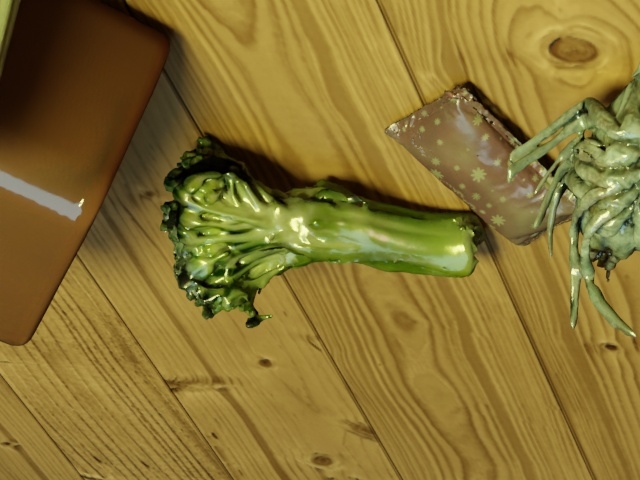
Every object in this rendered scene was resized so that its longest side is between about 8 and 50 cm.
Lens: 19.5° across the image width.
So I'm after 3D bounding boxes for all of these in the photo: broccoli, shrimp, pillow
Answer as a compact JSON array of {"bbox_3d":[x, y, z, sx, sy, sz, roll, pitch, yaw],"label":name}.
[{"bbox_3d":[0.001,-0.006,1.743,0.304,0.145,0.164,4,105,9],"label":"broccoli"},{"bbox_3d":[0.269,-0.067,1.470,0.221,0.166,0.410,21,134,3],"label":"shrimp"},{"bbox_3d":[0.149,-0.058,1.640,0.185,0.043,0.118,36,146,-20],"label":"pillow"}]

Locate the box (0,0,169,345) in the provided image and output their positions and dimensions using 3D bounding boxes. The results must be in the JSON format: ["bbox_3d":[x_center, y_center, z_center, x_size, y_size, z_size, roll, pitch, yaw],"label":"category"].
[{"bbox_3d":[-0.307,-0.085,1.698,0.229,0.239,0.339,25,147,-9],"label":"box"}]

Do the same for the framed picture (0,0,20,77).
[{"bbox_3d":[-0.345,-0.203,1.492,0.241,0.324,0.020,7,168,20],"label":"framed picture"}]
